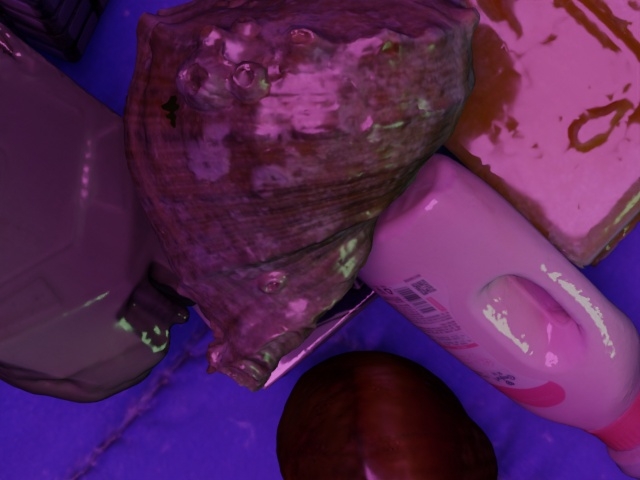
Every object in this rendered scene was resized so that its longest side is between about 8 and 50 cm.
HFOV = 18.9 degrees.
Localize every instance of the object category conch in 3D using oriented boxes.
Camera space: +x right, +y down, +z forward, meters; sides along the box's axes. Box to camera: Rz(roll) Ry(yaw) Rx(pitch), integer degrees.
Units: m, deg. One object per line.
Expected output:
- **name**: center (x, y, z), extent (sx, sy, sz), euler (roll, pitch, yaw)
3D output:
- **conch**: center (-0.050, -0.084, 1.369), extent (0.210, 0.297, 0.352), euler (28, 99, -22)

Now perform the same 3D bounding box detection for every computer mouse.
- **computer mouse**: center (-0.283, -0.049, 1.462), extent (0.429, 0.145, 0.228), euler (37, 76, -17)

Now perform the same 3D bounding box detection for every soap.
- **soap**: center (0.214, -0.189, 1.488), extent (0.293, 0.156, 0.335), euler (44, 100, 6)

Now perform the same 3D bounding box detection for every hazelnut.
- **hazelnut**: center (0.052, 0.174, 1.515), extent (0.178, 0.204, 0.178), euler (-11, 127, -14)

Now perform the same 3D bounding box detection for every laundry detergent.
- **laundry detergent**: center (0.163, 0.066, 1.465), extent (0.335, 0.159, 0.087), euler (39, 58, -24)

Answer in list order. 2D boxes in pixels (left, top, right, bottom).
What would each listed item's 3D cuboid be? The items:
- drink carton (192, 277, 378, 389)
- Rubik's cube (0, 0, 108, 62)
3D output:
- **drink carton**: center (-0.001, 0.000, 1.558), extent (0.222, 0.102, 0.134), euler (-41, 87, 10)
- **Rubik's cube**: center (-0.259, -0.307, 1.500), extent (0.237, 0.238, 0.237), euler (22, 81, 6)
